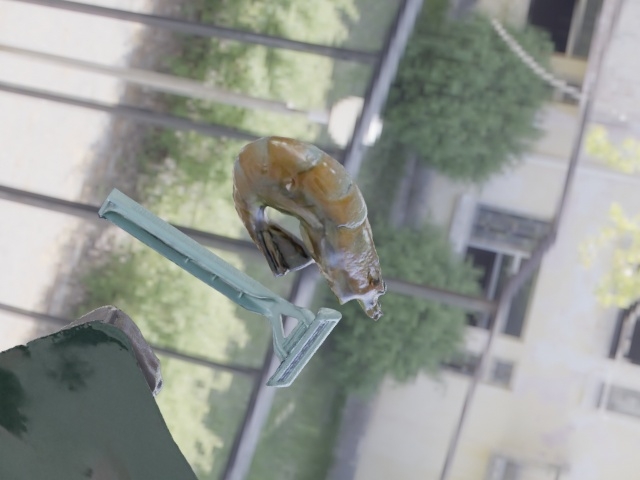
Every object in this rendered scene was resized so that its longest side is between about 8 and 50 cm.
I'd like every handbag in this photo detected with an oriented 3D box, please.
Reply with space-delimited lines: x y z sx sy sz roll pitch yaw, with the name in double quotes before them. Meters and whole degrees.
"handbag" -0.202 0.209 1.231 0.260 0.079 0.247 60 27 8

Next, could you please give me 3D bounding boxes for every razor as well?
"razor" -0.116 0.035 1.574 0.111 0.278 0.056 -54 178 28

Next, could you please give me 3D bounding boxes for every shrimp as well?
"shrimp" -0.016 -0.003 1.441 0.254 0.145 0.059 71 33 -47

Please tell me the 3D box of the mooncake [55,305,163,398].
"mooncake" -0.344 0.222 2.021 0.141 0.283 0.283 54 40 -17
